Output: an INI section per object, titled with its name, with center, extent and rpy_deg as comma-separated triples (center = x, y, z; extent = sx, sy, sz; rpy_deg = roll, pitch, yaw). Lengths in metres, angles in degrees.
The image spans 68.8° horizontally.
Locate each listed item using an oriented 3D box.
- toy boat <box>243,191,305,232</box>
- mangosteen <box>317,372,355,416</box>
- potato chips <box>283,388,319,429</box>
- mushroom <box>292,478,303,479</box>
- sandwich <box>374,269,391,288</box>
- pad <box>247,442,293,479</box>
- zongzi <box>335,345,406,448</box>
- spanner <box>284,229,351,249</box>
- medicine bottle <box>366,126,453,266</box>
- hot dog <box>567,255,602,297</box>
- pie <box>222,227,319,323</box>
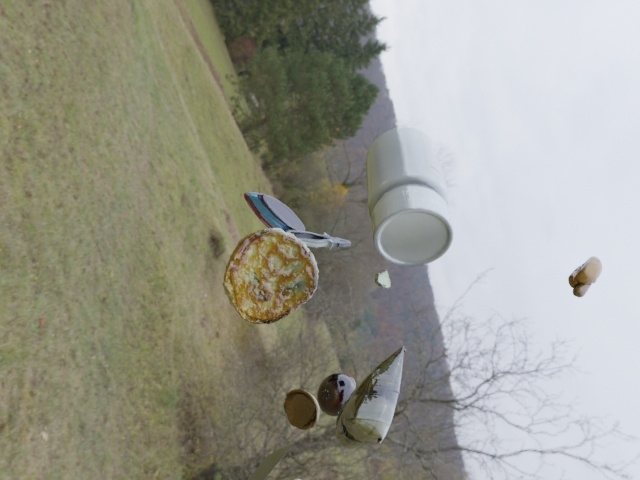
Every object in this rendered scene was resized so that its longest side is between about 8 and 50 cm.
[toy boat]
center = -0.175, -0.107, 1.905
extent = 0.392, 0.080, 0.136
rpy_deg = 40, 57, -59
[mangosteen]
center = 0.060, 0.470, 1.427
extent = 0.140, 0.140, 0.140
rpy_deg = -14, 90, -84
[potato chips]
center = -0.066, 0.635, 1.763
extent = 0.049, 0.202, 0.150
rpy_deg = 7, 62, -42
[mushroom]
center = -0.100, 1.095, 2.049
extent = 0.079, 0.085, 0.085
rpy_deg = -63, -179, 10
[sandwich]
center = 0.336, 0.218, 2.526
extent = 0.036, 0.093, 0.104
rpy_deg = -8, -75, 54
[pad]
center = -0.219, 0.893, 1.827
extent = 0.004, 0.181, 0.267
rpy_deg = 54, 28, 6
[zongzi]
center = 0.127, 0.403, 1.199
extent = 0.242, 0.112, 0.221
rpy_deg = -60, 180, -37
[spanner]
center = 0.000, 0.000, 1.993
extent = 0.095, 0.325, 0.040
rpy_deg = 54, -52, 44
[medicine bottle]
center = 0.230, -0.126, 1.249
extent = 0.371, 0.211, 0.211
rpy_deg = -86, 163, -47
[hot dog]
center = 0.738, 0.101, 1.300
extent = 0.060, 0.140, 0.089
rpy_deg = 48, -41, 17
[pie]
center = -0.154, 0.114, 1.485
extent = 0.092, 0.315, 0.315
rpy_deg = -130, -156, -80
